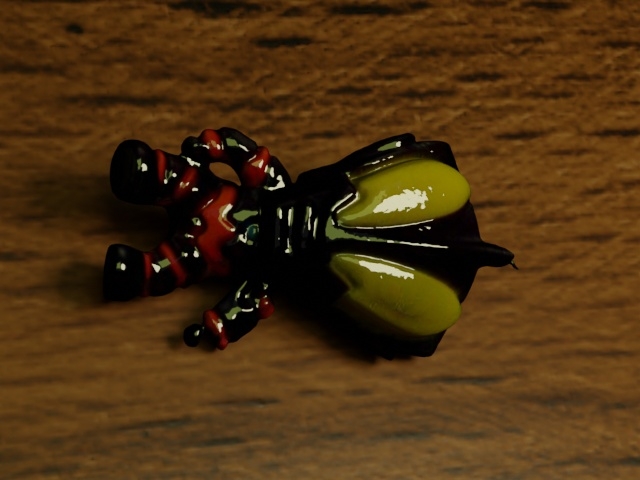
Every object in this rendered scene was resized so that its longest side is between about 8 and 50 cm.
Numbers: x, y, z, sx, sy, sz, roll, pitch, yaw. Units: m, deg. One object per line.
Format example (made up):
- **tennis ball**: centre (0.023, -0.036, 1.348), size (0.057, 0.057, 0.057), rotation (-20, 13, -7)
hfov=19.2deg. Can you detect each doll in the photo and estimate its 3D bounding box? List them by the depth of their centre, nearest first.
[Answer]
- **doll**: centre (0.001, 0.002, 1.072), size (0.249, 0.127, 0.088), rotation (9, 26, -23)
